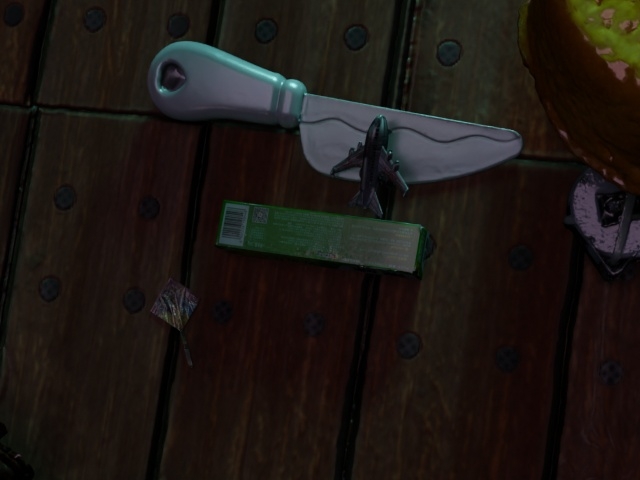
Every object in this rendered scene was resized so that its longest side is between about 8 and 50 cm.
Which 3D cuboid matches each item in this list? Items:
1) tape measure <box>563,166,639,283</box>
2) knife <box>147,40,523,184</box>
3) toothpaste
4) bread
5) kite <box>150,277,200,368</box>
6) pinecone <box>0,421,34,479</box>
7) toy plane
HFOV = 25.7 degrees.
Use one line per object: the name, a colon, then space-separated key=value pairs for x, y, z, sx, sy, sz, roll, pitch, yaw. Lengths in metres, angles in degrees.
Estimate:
tape measure: x=0.238 y=-0.019 z=1.104 sx=0.091 sy=0.054 sz=0.094 roll=-21 pitch=79 yaw=6
knife: x=0.005 y=-0.097 z=1.195 sx=0.331 sy=0.044 sz=0.080 roll=17 pitch=94 yaw=13
toothpaste: x=0.000 y=0.000 z=1.179 sx=0.178 sy=0.037 sz=0.043 roll=8 pitch=81 yaw=17
bread: x=0.294 y=-0.177 z=1.040 sx=0.312 sy=0.172 sz=0.312 roll=-4 pitch=69 yaw=10
kite: x=-0.117 y=0.068 z=1.219 sx=0.044 sy=0.002 sz=0.078 roll=-39 pitch=73 yaw=7
pinecone: x=-0.334 y=0.221 z=1.159 sx=0.221 sy=0.221 sz=0.221 roll=-2 pitch=82 yaw=16
toy plane: x=0.044 y=-0.063 z=1.160 sx=0.078 sy=0.031 sz=0.083 roll=19 pitch=101 yaw=35
